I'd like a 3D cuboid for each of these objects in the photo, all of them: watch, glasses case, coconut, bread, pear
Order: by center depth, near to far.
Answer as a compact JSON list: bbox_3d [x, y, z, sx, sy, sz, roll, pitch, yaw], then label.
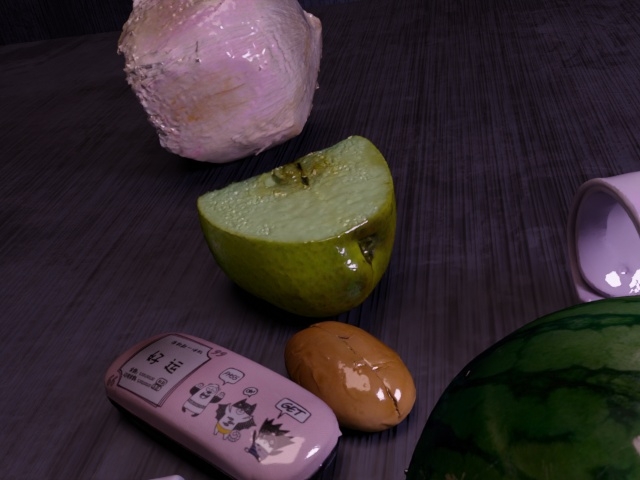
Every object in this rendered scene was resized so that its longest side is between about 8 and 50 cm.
[{"bbox_3d":[0.368,0.043,0.707,0.196,0.231,0.244,-10,27,-4],"label":"watch"},{"bbox_3d":[-0.117,0.181,0.774,0.314,0.075,0.122,17,39,38],"label":"glasses case"},{"bbox_3d":[0.027,0.144,0.798,0.114,0.077,0.189,-31,39,-23],"label":"bread"},{"bbox_3d":[0.000,0.000,0.964,0.292,0.159,0.292,-10,33,6],"label":"pear"},{"bbox_3d":[-0.170,-0.356,1.390,0.405,0.404,0.404,-8,31,5],"label":"coconut"}]

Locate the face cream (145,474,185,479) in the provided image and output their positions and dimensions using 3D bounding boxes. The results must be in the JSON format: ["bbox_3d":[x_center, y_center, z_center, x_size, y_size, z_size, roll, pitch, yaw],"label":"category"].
[{"bbox_3d":[-0.254,0.280,0.647,0.269,0.082,0.082,-10,31,-1],"label":"face cream"}]

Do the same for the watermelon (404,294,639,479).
[{"bbox_3d":[0.213,0.197,0.404,0.363,0.363,0.363,-8,31,5],"label":"watermelon"}]
